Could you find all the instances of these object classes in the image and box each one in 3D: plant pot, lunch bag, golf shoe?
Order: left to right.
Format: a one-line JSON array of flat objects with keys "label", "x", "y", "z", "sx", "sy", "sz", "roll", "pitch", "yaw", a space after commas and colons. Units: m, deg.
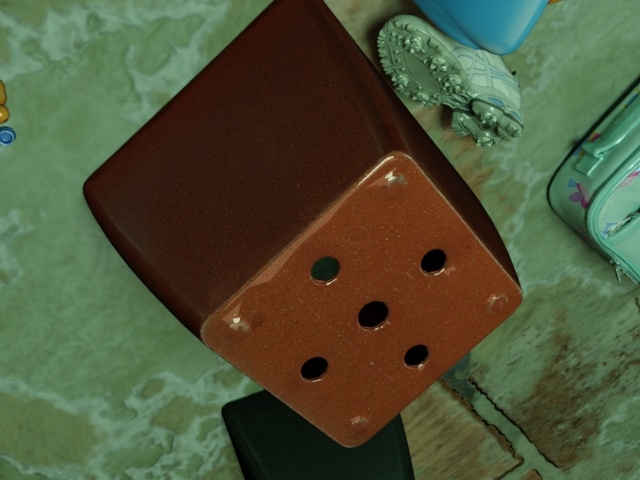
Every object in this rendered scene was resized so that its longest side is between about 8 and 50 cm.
[{"label": "plant pot", "x": 0.000, "y": 0.000, "z": 0.608, "sx": 0.267, "sy": 0.236, "sz": 0.267, "roll": -42, "pitch": 123, "yaw": 6}, {"label": "plant pot", "x": 0.018, "y": 0.267, "z": 0.805, "sx": 0.187, "sy": 0.167, "sz": 0.188, "roll": -18, "pitch": 123, "yaw": -10}, {"label": "golf shoe", "x": 0.120, "y": -0.159, "z": 0.672, "sx": 0.176, "sy": 0.069, "sz": 0.086, "roll": 32, "pitch": 63, "yaw": -36}, {"label": "lunch bag", "x": 0.390, "y": -0.077, "z": 0.786, "sx": 0.224, "sy": 0.108, "sz": 0.279, "roll": 34, "pitch": 102, "yaw": -32}]

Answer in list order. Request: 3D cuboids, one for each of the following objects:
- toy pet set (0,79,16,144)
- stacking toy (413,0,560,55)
[{"label": "toy pet set", "x": -0.296, "y": -0.106, "z": 0.540, "sx": 0.122, "sy": 0.065, "sz": 0.114, "roll": -9, "pitch": 121, "yaw": -16}, {"label": "stacking toy", "x": 0.214, "y": -0.279, "z": 0.601, "sx": 0.301, "sy": 0.175, "sz": 0.166, "roll": -23, "pitch": 154, "yaw": -27}]
